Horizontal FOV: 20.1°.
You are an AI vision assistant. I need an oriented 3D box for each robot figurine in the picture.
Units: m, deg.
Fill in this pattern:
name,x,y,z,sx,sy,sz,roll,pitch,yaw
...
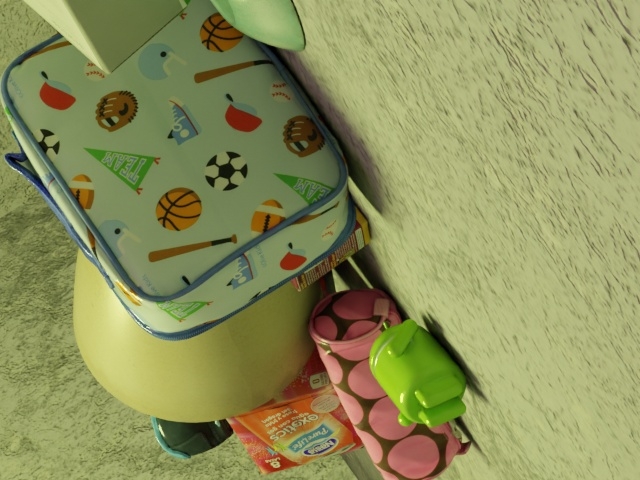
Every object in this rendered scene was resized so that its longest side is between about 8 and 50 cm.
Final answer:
name,x,y,z,sx,sy,sz,roll,pitch,yaw
robot figurine,0.088,0.120,1.640,0.115,0.067,0.101,51,161,48

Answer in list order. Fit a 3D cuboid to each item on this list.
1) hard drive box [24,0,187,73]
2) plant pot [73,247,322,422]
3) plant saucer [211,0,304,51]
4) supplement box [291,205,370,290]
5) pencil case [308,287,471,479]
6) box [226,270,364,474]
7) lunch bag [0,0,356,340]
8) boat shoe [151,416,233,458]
name,x,y,z,sx,sy,sz,roll,pitch,yaw
hard drive box,-0.220,-0.263,1.380,0.181,0.089,0.232,41,168,30
plant pot,-0.125,0.001,1.738,0.256,0.256,0.274,54,163,25
plant saucer,-0.079,-0.222,1.409,0.195,0.037,0.195,57,174,9
supplement box,0.000,0.000,1.647,0.043,0.083,0.055,52,171,18
pencil case,0.069,0.144,1.808,0.209,0.098,0.095,61,-143,-30
box,-0.042,0.104,1.940,0.128,0.122,0.257,64,-168,-50
lunch bag,-0.131,-0.077,1.557,0.303,0.243,0.115,54,172,24
boat shoe,-0.145,0.106,1.974,0.109,0.089,0.258,17,-122,-72
